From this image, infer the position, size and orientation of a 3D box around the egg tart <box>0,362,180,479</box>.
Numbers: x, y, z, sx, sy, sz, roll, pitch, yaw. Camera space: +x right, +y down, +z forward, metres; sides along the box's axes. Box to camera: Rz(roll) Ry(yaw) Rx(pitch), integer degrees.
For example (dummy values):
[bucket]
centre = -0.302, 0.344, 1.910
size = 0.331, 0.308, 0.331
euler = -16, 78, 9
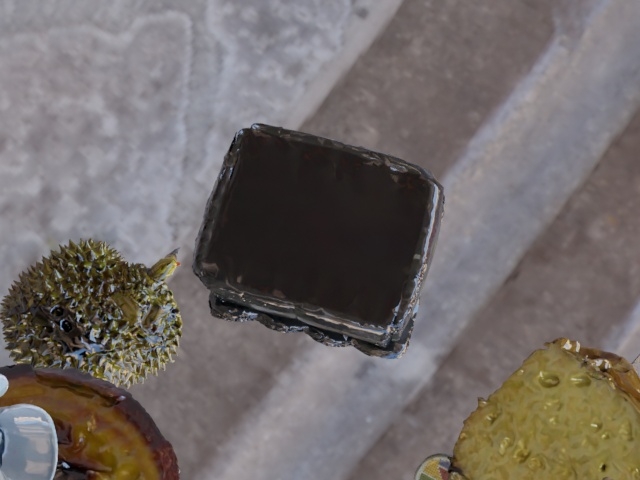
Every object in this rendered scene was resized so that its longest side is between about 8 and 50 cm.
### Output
[egg tart]
centre = -0.173, 0.197, 0.855
size = 0.215, 0.215, 0.171
euler = -42, 149, -14

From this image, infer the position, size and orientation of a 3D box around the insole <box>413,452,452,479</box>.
[insole]
centre = 0.167, 0.241, 1.179
size = 0.065, 0.193, 0.006
euler = -63, 170, 11

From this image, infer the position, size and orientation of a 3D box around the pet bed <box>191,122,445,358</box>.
[pet bed]
centre = 0.000, 0.000, 1.285
size = 0.159, 0.210, 0.183
euler = 82, 23, -77

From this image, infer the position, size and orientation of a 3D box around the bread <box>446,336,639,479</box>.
[bread]
centre = 0.225, 0.206, 1.010
size = 0.160, 0.261, 0.147
euler = -47, 144, 17

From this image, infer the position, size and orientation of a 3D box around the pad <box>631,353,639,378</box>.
[pad]
centre = 0.392, 0.091, 1.294
size = 0.243, 0.004, 0.164
euler = -11, 152, -20

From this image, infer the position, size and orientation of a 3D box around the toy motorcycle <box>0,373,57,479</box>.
[toy motorcycle]
centre = -0.174, 0.141, 0.682
size = 0.150, 0.221, 0.102
euler = -16, 119, -38

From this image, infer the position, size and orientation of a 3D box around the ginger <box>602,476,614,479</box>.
[ginger]
centre = 0.152, 0.219, 0.890
size = 0.165, 0.096, 0.067
euler = -33, 178, 29

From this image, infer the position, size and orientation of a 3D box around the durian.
[durian]
centre = -0.264, 0.093, 1.592
size = 0.237, 0.193, 0.138
euler = -39, 178, 24
